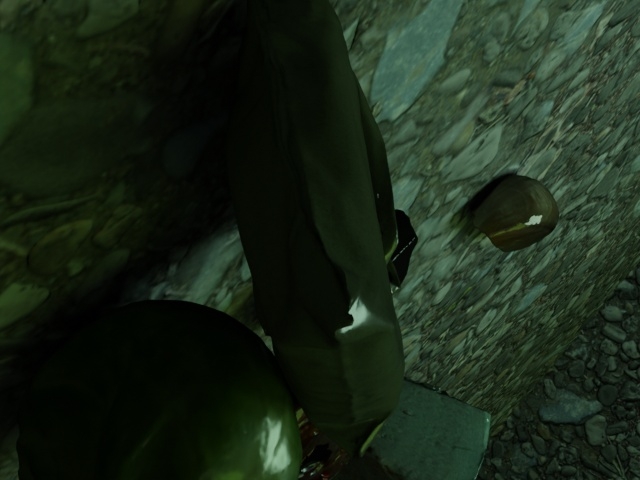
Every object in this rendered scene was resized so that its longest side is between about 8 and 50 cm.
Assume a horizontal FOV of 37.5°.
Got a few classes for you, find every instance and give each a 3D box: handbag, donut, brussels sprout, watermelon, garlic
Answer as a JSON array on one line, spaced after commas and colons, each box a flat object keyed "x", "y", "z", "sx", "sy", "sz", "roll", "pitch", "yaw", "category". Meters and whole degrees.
[{"x": 0.000, "y": -0.002, "z": 0.662, "sx": 0.109, "sy": 0.253, "sz": 0.316, "roll": -8, "pitch": 156, "yaw": 4, "category": "handbag"}, {"x": -0.042, "y": 0.239, "z": 1.147, "sx": 0.216, "sy": 0.096, "sz": 0.230, "roll": -34, "pitch": 148, "yaw": -22, "category": "donut"}, {"x": -0.125, "y": 0.167, "z": 0.726, "sx": 0.244, "sy": 0.244, "sz": 0.244, "roll": -38, "pitch": 157, "yaw": -19, "category": "brussels sprout"}, {"x": 0.079, "y": 0.288, "z": 1.374, "sx": 0.228, "sy": 0.258, "sz": 0.387, "roll": -58, "pitch": -157, "yaw": -7, "category": "watermelon"}, {"x": 0.268, "y": -0.035, "z": 1.273, "sx": 0.101, "sy": 0.087, "sz": 0.195, "roll": -37, "pitch": 164, "yaw": 14, "category": "garlic"}]

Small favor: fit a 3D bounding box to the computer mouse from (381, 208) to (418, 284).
[{"x": 0.020, "y": 0.050, "z": 0.982, "sx": 0.217, "sy": 0.073, "sz": 0.122, "roll": -40, "pitch": 161, "yaw": -31, "category": "computer mouse"}]
